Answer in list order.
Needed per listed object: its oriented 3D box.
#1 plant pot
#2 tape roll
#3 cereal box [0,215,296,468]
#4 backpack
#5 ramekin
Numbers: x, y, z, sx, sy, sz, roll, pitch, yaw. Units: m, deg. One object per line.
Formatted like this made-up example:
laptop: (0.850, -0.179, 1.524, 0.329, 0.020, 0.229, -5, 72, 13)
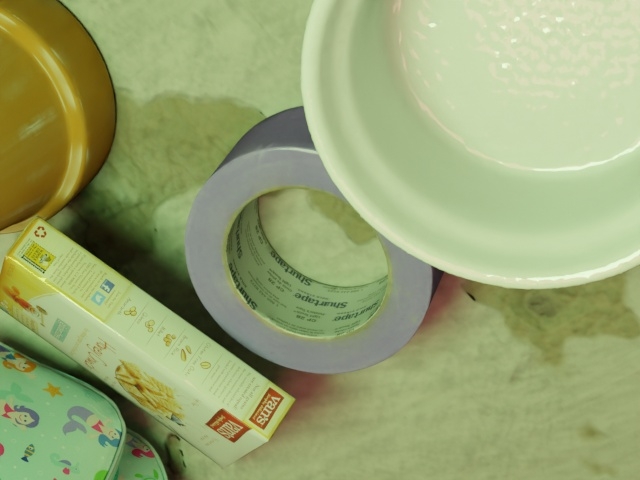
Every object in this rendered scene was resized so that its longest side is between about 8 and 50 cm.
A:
plant pot: (-0.281, -0.074, 1.118, 0.205, 0.188, 0.205, 8, 120, 14)
tape roll: (0.000, 0.000, 1.132, 0.189, 0.080, 0.189, 8, 120, 13)
cereal box: (-0.145, 0.086, 1.195, 0.240, 0.047, 0.173, 36, 159, -3)
backpack: (-0.253, 0.217, 1.252, 0.253, 0.225, 0.191, 30, 128, -4)
ramekin: (0.137, -0.120, 0.989, 0.277, 0.135, 0.277, 8, 120, 13)
